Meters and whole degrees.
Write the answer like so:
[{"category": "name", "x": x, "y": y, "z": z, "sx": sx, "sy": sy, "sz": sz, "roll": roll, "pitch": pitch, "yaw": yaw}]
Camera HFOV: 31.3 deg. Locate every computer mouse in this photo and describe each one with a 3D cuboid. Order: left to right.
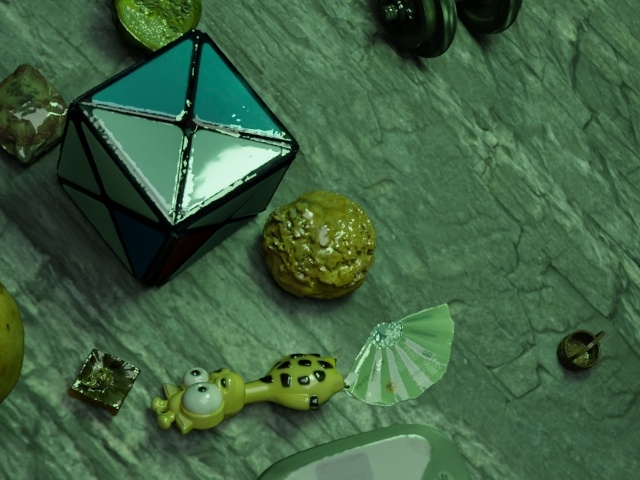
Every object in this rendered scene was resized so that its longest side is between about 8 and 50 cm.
[{"category": "computer mouse", "x": 0.063, "y": 0.381, "z": 1.665, "sx": 0.331, "sy": 0.095, "sz": 0.197, "roll": -10, "pitch": 71, "yaw": -11}]

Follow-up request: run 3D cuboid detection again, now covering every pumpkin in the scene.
[{"category": "pumpkin", "x": -0.311, "y": 0.202, "z": 1.644, "sx": 0.083, "sy": 0.054, "sz": 0.074, "roll": 24, "pitch": 60, "yaw": -1}]

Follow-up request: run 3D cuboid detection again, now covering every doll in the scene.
[{"category": "doll", "x": -0.103, "y": 0.221, "z": 1.683, "sx": 0.291, "sy": 0.086, "sz": 0.117, "roll": -8, "pitch": 32, "yaw": -18}]

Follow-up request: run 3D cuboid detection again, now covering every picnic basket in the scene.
[{"category": "picnic basket", "x": 0.430, "y": 0.175, "z": 1.860, "sx": 0.072, "sy": 0.083, "sz": 0.072, "roll": 6, "pitch": 66, "yaw": -15}]

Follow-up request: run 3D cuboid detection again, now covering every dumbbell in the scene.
[{"category": "dumbbell", "x": 0.225, "y": -0.428, "z": 1.979, "sx": 0.290, "sy": 0.192, "sz": 0.192, "roll": -24, "pitch": 78, "yaw": -25}]

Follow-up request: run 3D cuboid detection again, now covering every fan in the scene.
[{"category": "fan", "x": 0.133, "y": 0.182, "z": 1.811, "sx": 0.240, "sy": 0.009, "sz": 0.131, "roll": -36, "pitch": 85, "yaw": -26}]

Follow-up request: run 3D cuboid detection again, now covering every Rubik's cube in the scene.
[{"category": "Rubik's cube", "x": -0.217, "y": -0.116, "z": 1.690, "sx": 0.248, "sy": 0.250, "sz": 0.246, "roll": -37, "pitch": 83, "yaw": -28}]

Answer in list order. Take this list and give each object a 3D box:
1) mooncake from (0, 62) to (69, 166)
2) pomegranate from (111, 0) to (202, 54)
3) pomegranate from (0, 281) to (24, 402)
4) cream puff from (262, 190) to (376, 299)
[{"category": "mooncake", "x": -0.451, "y": -0.193, "z": 1.747, "sx": 0.130, "sy": 0.073, "sz": 0.125, "roll": 43, "pitch": 65, "yaw": 5}, {"category": "pomegranate", "x": -0.262, "y": -0.386, "z": 1.848, "sx": 0.143, "sy": 0.122, "sz": 0.169, "roll": 19, "pitch": 100, "yaw": -15}, {"category": "pomegranate", "x": -0.519, "y": 0.135, "z": 1.495, "sx": 0.260, "sy": 0.260, "sz": 0.260, "roll": 6, "pitch": 68, "yaw": -15}, {"category": "cream puff", "x": 0.000, "y": 0.000, "z": 1.777, "sx": 0.189, "sy": 0.129, "sz": 0.189, "roll": 8, "pitch": 65, "yaw": -16}]
